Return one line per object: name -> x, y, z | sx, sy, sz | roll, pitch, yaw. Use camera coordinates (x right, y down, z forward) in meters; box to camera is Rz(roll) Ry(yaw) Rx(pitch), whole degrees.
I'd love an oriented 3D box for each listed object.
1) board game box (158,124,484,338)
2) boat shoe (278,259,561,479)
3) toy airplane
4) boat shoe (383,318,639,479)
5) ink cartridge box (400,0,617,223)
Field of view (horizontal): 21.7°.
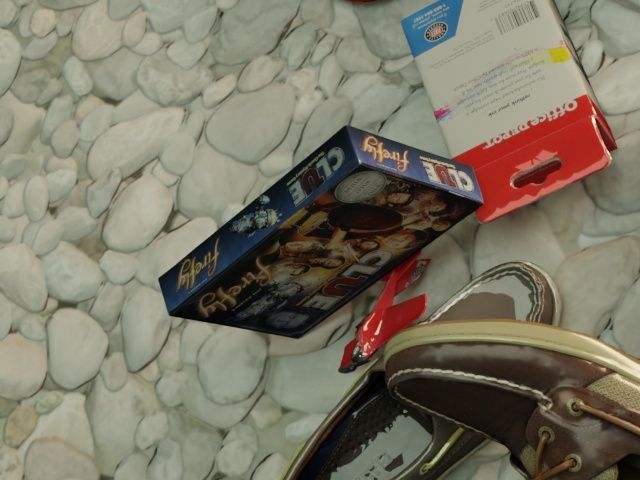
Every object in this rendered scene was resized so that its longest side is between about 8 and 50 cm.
board game box -> 0.000, 0.000, 1.443 | 0.243, 0.165, 0.042 | -38, 56, 32
boat shoe -> 0.082, 0.143, 1.420 | 0.324, 0.097, 0.116 | -47, 67, 1
toy airplane -> 0.059, 0.059, 1.477 | 0.028, 0.151, 0.151 | 40, 90, -9
boat shoe -> 0.207, 0.156, 1.293 | 0.342, 0.123, 0.123 | 15, 61, 4
ink cartridge box -> 0.175, -0.123, 1.501 | 0.134, 0.078, 0.231 | -26, 61, 15
